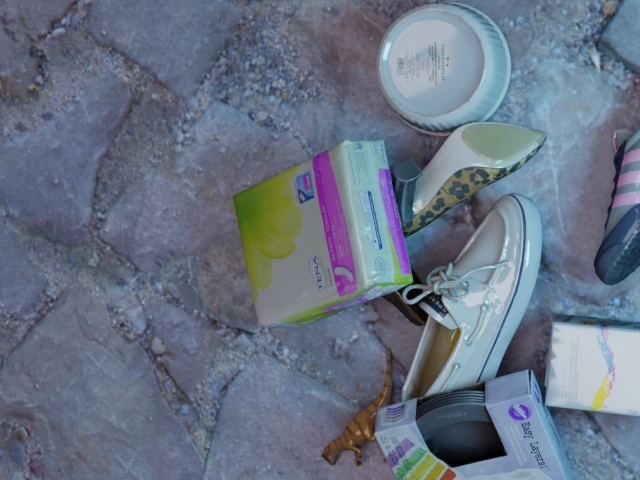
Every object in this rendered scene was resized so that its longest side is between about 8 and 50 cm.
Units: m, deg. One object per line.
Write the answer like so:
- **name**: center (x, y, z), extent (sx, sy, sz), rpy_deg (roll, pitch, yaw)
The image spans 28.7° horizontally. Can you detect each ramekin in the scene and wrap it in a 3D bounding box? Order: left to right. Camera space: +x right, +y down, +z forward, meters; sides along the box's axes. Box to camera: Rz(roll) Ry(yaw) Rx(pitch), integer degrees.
- **ramekin**: center (0.180, -0.262, 1.893), extent (0.207, 0.109, 0.207), rpy_deg (1, 93, 17)

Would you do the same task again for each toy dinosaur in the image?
- **toy dinosaur**: center (0.079, 0.288, 1.971), extent (0.112, 0.064, 0.211), rpy_deg (41, 103, 13)

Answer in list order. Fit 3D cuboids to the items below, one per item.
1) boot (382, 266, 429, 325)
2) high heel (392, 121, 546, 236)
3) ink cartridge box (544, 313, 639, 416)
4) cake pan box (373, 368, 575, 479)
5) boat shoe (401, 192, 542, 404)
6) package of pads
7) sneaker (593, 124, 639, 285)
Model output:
- **boot**: center (0.080, 0.065, 1.967), extent (0.106, 0.082, 0.219), rpy_deg (-45, 77, 32)
- **high heel**: center (0.215, -0.090, 1.923), extent (0.261, 0.186, 0.093), rpy_deg (-17, 62, -14)
- **ink cartridge box**: center (0.424, 0.182, 1.823), extent (0.176, 0.128, 0.127), rpy_deg (5, 93, 17)
- **cake pan box**: center (0.235, 0.326, 1.860), extent (0.245, 0.070, 0.267), rpy_deg (-16, 119, 15)
- **boat shoe**: center (0.201, 0.095, 1.864), extent (0.156, 0.136, 0.367), rpy_deg (13, 105, -27)
- **package of pads**: center (0.000, 0.000, 1.893), extent (0.296, 0.101, 0.229), rpy_deg (-22, 76, 50)
- **sneaker**: center (0.467, -0.092, 1.825), extent (0.131, 0.112, 0.319), rpy_deg (35, 99, 30)
